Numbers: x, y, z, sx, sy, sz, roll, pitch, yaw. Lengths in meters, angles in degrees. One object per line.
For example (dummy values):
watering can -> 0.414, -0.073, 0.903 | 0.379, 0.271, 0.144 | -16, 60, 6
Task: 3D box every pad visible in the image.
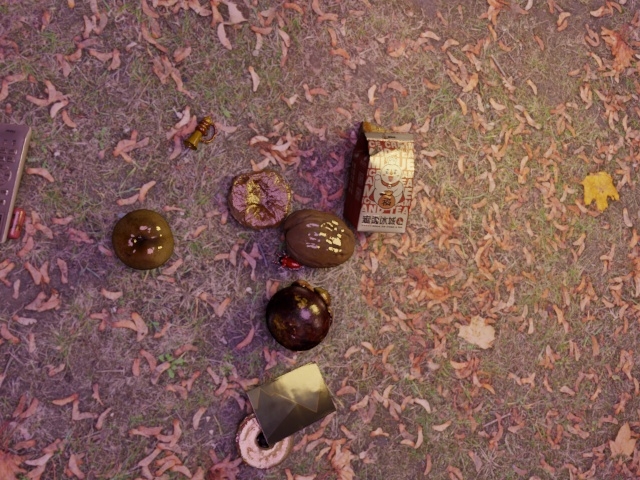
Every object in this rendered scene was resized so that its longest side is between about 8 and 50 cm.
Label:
pad -> -0.079, 0.461, 1.881 | 0.243, 0.004, 0.163 | -19, 80, -33

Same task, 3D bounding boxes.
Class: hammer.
hammer -> -0.796, -0.045, 1.712 | 0.043, 0.043, 0.083 | 13, 82, -17

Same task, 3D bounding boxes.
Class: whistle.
whistle -> -0.337, -0.306, 1.886 | 0.057, 0.046, 0.109 | 34, 70, 2

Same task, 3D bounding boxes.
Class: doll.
doll -> -0.085, 0.068, 1.940 | 0.114, 0.039, 0.057 | 16, 51, -6

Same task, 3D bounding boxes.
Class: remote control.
remote control -> -0.819, -0.149, 1.702 | 0.110, 0.055, 0.312 | 9, 84, 15

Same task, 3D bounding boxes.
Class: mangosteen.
mangosteen -> -0.048, 0.207, 1.879 | 0.192, 0.192, 0.217 | 57, 41, -6

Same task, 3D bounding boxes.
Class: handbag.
handbag -> 0.180, -0.178, 1.943 | 0.171, 0.151, 0.297 | 3, 109, -18

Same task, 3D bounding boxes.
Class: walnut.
walnut -> 0.001, -0.002, 1.910 | 0.231, 0.178, 0.178 | 10, 82, -27

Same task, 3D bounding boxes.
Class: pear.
pear -> -0.475, -0.003, 1.763 | 0.167, 0.136, 0.167 | 0, 87, 1

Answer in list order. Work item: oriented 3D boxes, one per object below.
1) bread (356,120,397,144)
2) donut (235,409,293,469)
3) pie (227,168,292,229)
bread -> 0.186, -0.303, 2.032 | 0.147, 0.127, 0.152 | 10, 65, -17
donut -> -0.160, 0.559, 1.860 | 0.175, 0.068, 0.174 | 2, 83, -16
pie -> -0.173, -0.116, 1.921 | 0.195, 0.046, 0.195 | 1, 87, -19
